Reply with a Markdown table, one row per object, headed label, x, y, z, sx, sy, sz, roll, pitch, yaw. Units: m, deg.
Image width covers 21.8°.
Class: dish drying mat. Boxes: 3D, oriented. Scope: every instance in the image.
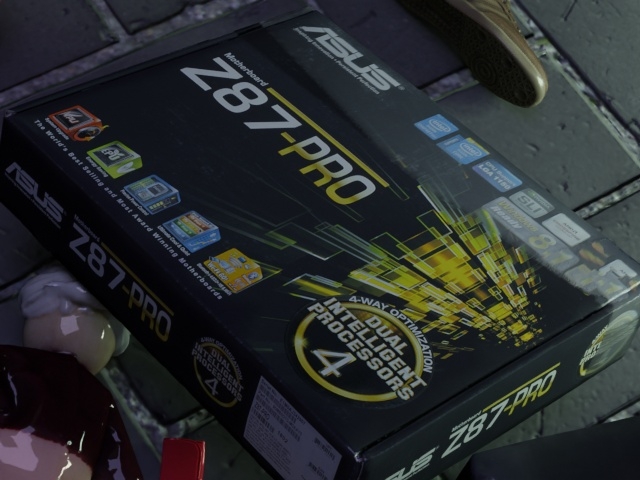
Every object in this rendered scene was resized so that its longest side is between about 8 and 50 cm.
| label | x | y | z | sx | sy | sz | roll | pitch | yaw |
| --- | --- | --- | --- | --- | --- | --- | --- | --- | --- |
| dish drying mat | -0.104 | 0.186 | 1.236 | 0.032 | 0.008 | 0.083 | 5 | 59 | -5 |

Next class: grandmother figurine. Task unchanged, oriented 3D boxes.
| label | x | y | z | sx | sy | sz | roll | pitch | yaw |
| --- | --- | --- | --- | --- | --- | --- | --- | --- | --- |
| grandmother figurine | -0.204 | 0.152 | 1.176 | 0.104 | 0.208 | 0.342 | -18 | 43 | 30 |

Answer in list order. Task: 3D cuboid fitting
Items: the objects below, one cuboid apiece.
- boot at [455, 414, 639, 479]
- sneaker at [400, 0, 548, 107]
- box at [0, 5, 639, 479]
| label | x | y | z | sx | sy | sz | roll | pitch | yaw |
| --- | --- | --- | --- | --- | --- | --- | --- | --- | --- |
| boot | 0.352 | 0.267 | 1.175 | 0.445 | 0.146 | 0.367 | -10 | 53 | -17 |
| sneaker | 0.145 | -0.199 | 1.469 | 0.071 | 0.066 | 0.188 | -34 | 70 | -26 |
| box | 0.000 | 0.000 | 1.237 | 0.318 | 0.097 | 0.395 | -23 | 54 | -38 |
